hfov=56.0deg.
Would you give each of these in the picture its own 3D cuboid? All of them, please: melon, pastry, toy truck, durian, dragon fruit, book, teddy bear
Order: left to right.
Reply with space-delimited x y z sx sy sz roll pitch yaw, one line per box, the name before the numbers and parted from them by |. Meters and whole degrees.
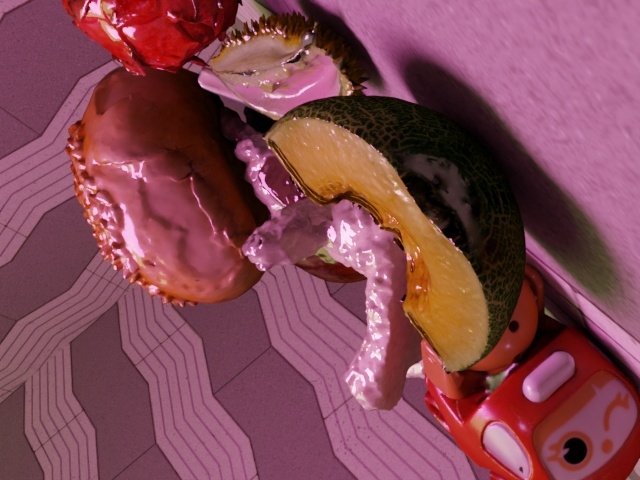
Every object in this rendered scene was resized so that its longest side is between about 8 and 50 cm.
dragon fruit | -0.216 -0.336 0.739 0.252 0.240 0.241 27 -172 -8
pastry | -0.234 -0.082 0.977 0.409 0.245 0.409 -23 -90 -80
book | -0.047 -0.210 0.939 0.264 0.031 0.379 18 -168 -11
durian | -0.020 -0.193 0.661 0.137 0.095 0.221 35 169 -35
teddy bear | 0.000 0.000 0.891 0.362 0.375 0.327 12 -164 34
melon | 0.092 -0.034 0.477 0.265 0.129 0.169 53 162 0
toy truck | 0.220 0.148 0.659 0.265 0.189 0.239 43 164 37

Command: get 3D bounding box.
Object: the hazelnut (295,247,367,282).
hazelnut | 0.044 -0.071 1.679 0.409 0.359 0.359 41 -175 -2
